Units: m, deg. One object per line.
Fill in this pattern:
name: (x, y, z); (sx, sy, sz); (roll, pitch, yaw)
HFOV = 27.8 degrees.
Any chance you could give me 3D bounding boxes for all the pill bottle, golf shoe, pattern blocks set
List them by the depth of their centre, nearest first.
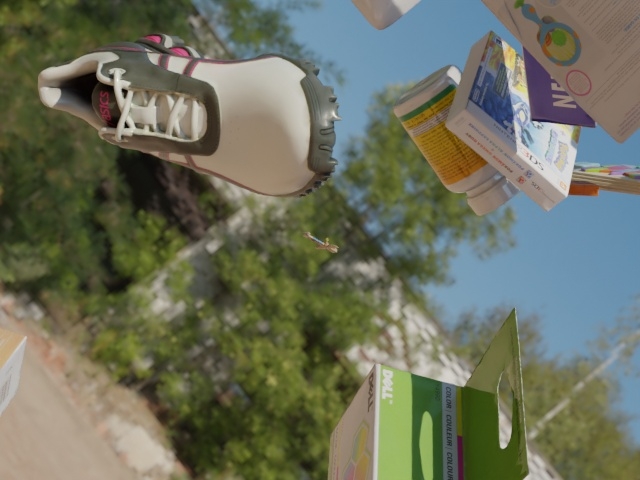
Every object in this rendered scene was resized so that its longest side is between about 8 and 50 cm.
golf shoe: (-0.097, -0.087, 0.943); (0.273, 0.120, 0.105); (18, -69, 47)
pill bottle: (0.210, -0.145, 1.920); (0.208, 0.118, 0.117); (54, -7, -11)
pattern blocks set: (0.481, -0.096, 2.008); (0.325, 0.285, 0.026); (8, -77, 39)

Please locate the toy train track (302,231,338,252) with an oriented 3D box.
toy train track: (0.000, 0.000, 2.230); (0.048, 0.014, 0.083); (-4, -24, 41)

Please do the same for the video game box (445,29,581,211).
video game box: (0.267, -0.164, 1.750); (0.187, 0.048, 0.205); (40, 41, -16)

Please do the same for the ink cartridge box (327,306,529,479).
ink cartridge box: (0.091, 0.193, 1.182); (0.188, 0.097, 0.255); (-86, -164, -44)

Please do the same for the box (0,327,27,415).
box: (-0.465, 0.158, 1.577); (0.171, 0.091, 0.130); (16, 25, 1)

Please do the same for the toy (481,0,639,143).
toy: (0.246, -0.221, 1.209); (0.237, 0.056, 0.137); (45, -39, 3)

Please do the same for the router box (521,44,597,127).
router box: (0.295, -0.338, 1.481); (0.082, 0.301, 0.335); (8, -20, 16)

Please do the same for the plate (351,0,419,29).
plate: (0.114, -0.515, 2.046); (0.278, 0.277, 0.045); (52, 2, 19)
